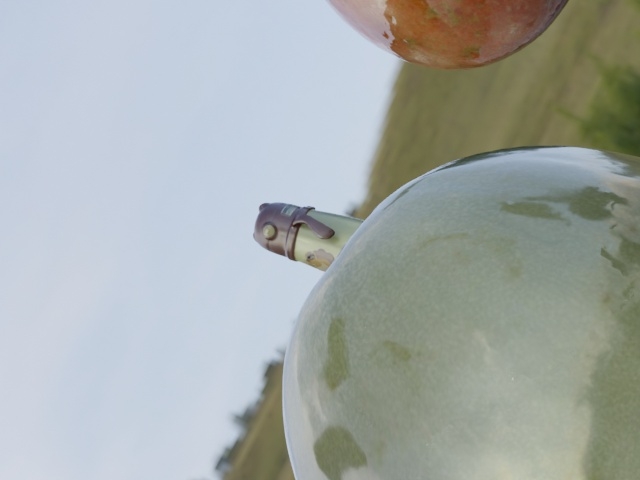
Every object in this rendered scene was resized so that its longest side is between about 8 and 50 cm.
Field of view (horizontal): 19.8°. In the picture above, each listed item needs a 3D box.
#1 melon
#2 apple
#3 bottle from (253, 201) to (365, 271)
[{"bbox_3d":[0.129,0.101,0.737,0.272,0.308,0.272,-41,21,19],"label":"melon"},{"bbox_3d":[0.101,-0.270,1.606,0.253,0.253,0.253,-57,-15,-25],"label":"apple"},{"bbox_3d":[0.000,0.001,1.306,0.047,0.101,0.063,-57,-23,-46],"label":"bottle"}]
